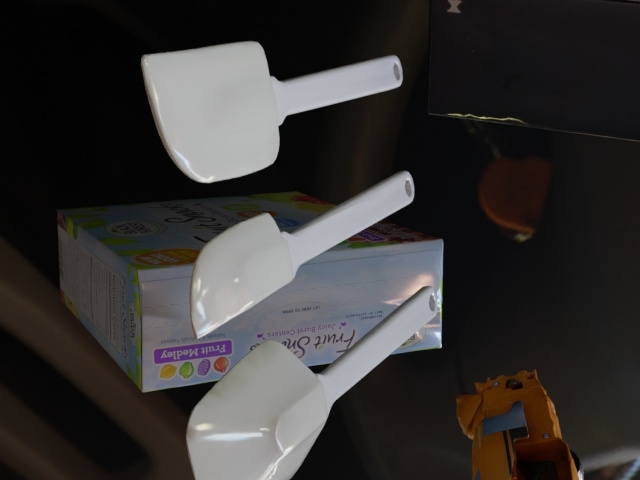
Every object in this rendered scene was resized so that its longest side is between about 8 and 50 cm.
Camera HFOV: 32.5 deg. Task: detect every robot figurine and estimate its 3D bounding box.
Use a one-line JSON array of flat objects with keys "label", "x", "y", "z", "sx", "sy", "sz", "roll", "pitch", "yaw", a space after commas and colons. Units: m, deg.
[{"label": "robot figurine", "x": 0.150, "y": 0.238, "z": 0.733, "sx": 0.085, "sy": 0.291, "sz": 0.211, "roll": -13, "pitch": 123, "yaw": 12}]

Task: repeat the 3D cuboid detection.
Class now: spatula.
[{"label": "spatula", "x": 0.000, "y": 0.000, "z": 0.458, "sx": 0.019, "sy": 0.168, "sz": 0.242, "roll": -7, "pitch": -171, "yaw": 24}]

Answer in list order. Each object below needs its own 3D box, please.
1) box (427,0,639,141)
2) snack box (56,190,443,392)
[{"label": "box", "x": 0.154, "y": -0.144, "z": 0.656, "sx": 0.156, "sy": 0.158, "sz": 0.093, "roll": 9, "pitch": 131, "yaw": 12}, {"label": "snack box", "x": -0.052, "y": 0.020, "z": 0.655, "sx": 0.175, "sy": 0.207, "sz": 0.070, "roll": -5, "pitch": 101, "yaw": -23}]
